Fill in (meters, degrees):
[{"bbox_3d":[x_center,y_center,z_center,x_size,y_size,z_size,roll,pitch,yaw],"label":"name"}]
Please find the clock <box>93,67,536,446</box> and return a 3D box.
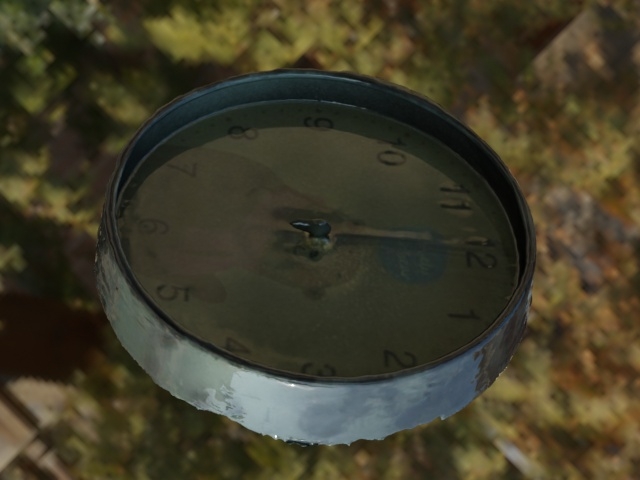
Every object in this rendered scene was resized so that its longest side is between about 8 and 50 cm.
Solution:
[{"bbox_3d":[0.000,0.000,1.100,0.280,0.281,0.055,-45,157,-38],"label":"clock"}]
